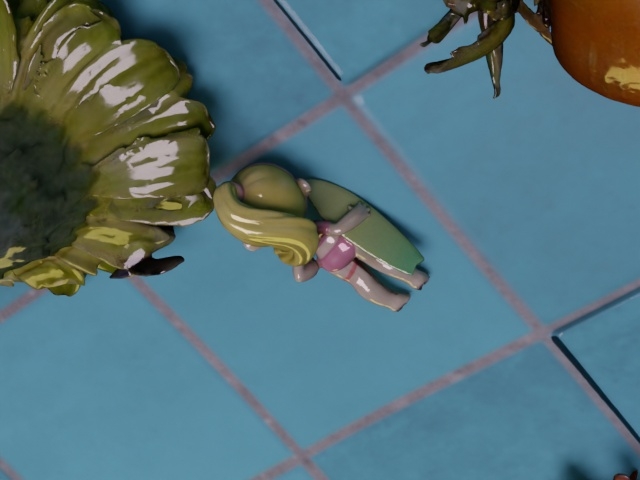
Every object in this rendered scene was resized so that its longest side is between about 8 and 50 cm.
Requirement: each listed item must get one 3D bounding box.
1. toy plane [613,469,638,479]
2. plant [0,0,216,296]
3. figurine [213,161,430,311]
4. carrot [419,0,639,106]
[{"bbox_3d":[0.221,0.260,1.272,0.130,0.061,0.189,34,123,-10],"label":"toy plane"},{"bbox_3d":[-0.208,-0.025,1.116,0.261,0.297,0.306,20,113,-37],"label":"plant"},{"bbox_3d":[0.000,0.000,1.153,0.187,0.083,0.083,33,124,-21],"label":"figurine"},{"bbox_3d":[0.228,-0.175,0.914,0.331,0.214,0.193,1,105,9],"label":"carrot"}]
